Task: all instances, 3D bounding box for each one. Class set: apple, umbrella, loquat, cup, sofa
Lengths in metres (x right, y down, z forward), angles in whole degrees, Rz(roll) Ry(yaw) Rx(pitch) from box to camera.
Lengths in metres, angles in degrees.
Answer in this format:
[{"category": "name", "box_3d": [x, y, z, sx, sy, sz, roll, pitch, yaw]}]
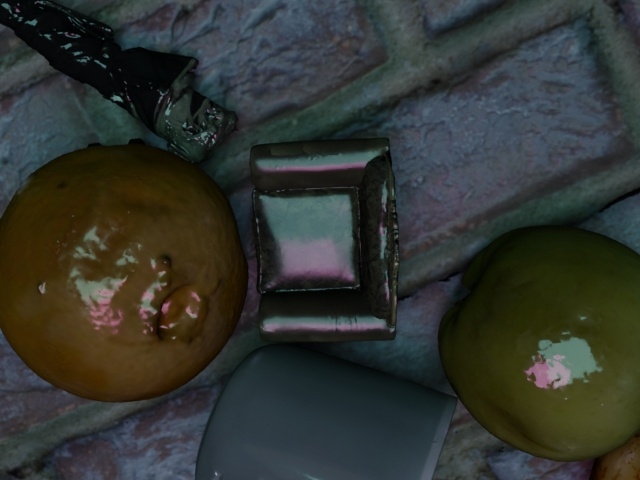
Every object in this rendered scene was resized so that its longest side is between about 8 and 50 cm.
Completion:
[{"category": "apple", "box_3d": [0.294, 0.128, 1.034, 0.258, 0.233, 0.295, 28, 98, -1]}, {"category": "umbrella", "box_3d": [-0.272, -0.231, 1.090, 0.358, 0.113, 0.106, 33, 120, -1]}, {"category": "loquat", "box_3d": [-0.245, 0.037, 1.018, 0.328, 0.328, 0.328, 0, 97, 4]}, {"category": "cup", "box_3d": [0.000, 0.309, 1.077, 0.274, 0.259, 0.356, 19, 137, 12]}, {"category": "sofa", "box_3d": [0.000, 0.000, 1.064, 0.200, 0.182, 0.258, -1, 97, 5]}]

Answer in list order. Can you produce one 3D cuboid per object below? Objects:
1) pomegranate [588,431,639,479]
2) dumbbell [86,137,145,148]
[{"category": "pomegranate", "box_3d": [0.464, 0.328, 1.056, 0.248, 0.248, 0.248, 0, 97, 4]}, {"category": "dumbbell", "box_3d": [-0.281, -0.118, 1.141, 0.083, 0.036, 0.040, -6, 97, 4]}]
